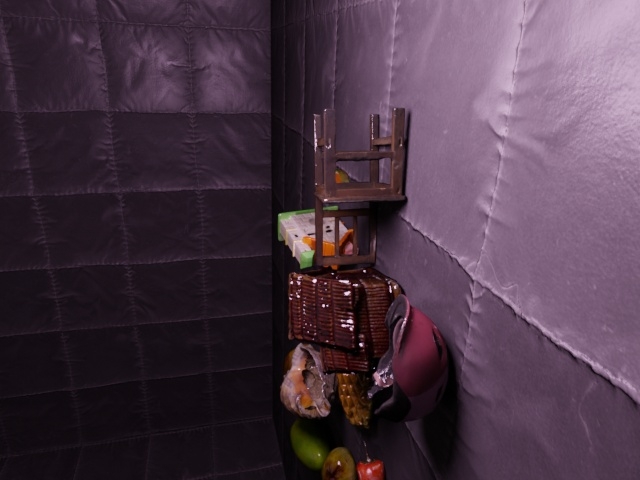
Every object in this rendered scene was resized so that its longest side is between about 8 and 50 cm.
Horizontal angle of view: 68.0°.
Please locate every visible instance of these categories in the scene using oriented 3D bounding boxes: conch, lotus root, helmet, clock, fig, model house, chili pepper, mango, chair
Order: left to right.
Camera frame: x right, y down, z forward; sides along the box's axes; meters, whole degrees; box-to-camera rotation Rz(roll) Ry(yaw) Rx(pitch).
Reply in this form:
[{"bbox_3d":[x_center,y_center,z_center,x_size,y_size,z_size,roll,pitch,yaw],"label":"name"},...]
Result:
[{"bbox_3d":[-0.065,0.570,2.063,0.193,0.193,0.290,-115,20,-56],"label":"lotus root"},{"bbox_3d":[-0.039,0.878,2.052,0.343,0.156,0.192,179,79,-73],"label":"mango"},{"bbox_3d":[-0.010,0.541,1.790,0.352,0.210,0.297,4,97,56],"label":"conch"},{"bbox_3d":[0.000,0.000,1.567,0.255,0.220,0.106,-126,33,-52],"label":"clock"},{"bbox_3d":[0.067,0.807,1.662,0.136,0.121,0.152,-4,67,40],"label":"fig"},{"bbox_3d":[0.052,0.217,1.241,0.297,0.283,0.317,153,114,-75],"label":"model house"},{"bbox_3d":[0.086,-0.113,1.203,0.240,0.203,0.416,-136,43,-74],"label":"chair"},{"bbox_3d":[0.148,0.684,1.391,0.086,0.084,0.192,-40,58,53],"label":"chili pepper"},{"bbox_3d":[0.192,0.256,0.975,0.198,0.154,0.253,-74,5,-71],"label":"helmet"}]

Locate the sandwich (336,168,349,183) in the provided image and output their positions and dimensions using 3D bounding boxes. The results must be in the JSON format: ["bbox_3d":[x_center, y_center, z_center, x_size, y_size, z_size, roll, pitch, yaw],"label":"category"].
[{"bbox_3d":[0.070,-0.204,1.596,0.135,0.029,0.067,-118,22,-57],"label":"sandwich"}]

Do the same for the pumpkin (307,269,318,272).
[{"bbox_3d":[0.015,0.183,1.718,0.110,0.217,0.217,-56,10,-9],"label":"pumpkin"}]

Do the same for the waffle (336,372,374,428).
[{"bbox_3d":[0.107,0.446,1.526,0.325,0.068,0.302,130,134,-69],"label":"waffle"}]
